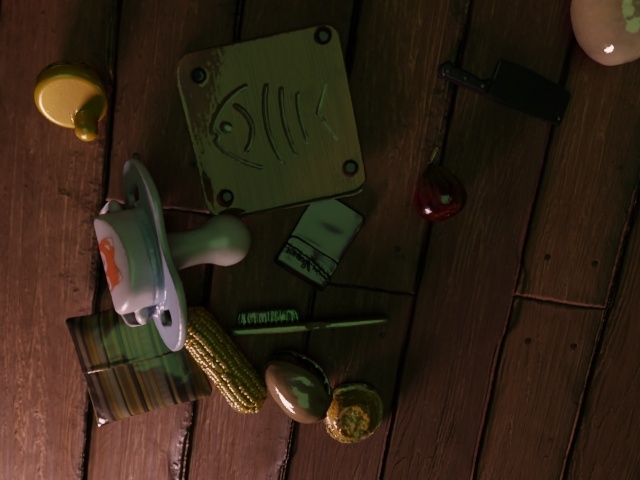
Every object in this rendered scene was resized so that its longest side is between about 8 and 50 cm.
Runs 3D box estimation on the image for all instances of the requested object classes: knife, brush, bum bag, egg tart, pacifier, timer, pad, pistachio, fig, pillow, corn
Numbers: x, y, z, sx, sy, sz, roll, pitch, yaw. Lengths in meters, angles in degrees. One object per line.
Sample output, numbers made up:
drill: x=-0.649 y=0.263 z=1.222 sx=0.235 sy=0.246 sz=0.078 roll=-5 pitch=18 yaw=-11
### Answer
knife: x=0.321 y=-0.272 z=0.878 sx=0.245 sy=0.019 sz=0.072 roll=18 pitch=95 yaw=-10
brush: x=-0.019 y=0.142 z=0.914 sx=0.281 sy=0.054 sz=0.048 roll=-3 pitch=82 yaw=-4
bum bag: x=0.000 y=0.000 z=0.900 sx=0.109 sy=0.026 sz=0.160 roll=30 pitch=97 yaw=-8
egg tart: x=0.063 y=0.329 z=0.957 sx=0.128 sy=0.049 sz=0.129 roll=-1 pitch=102 yaw=-6
pacifier: x=-0.225 y=0.016 z=0.813 sx=0.232 sy=0.244 sz=0.300 roll=-13 pitch=88 yaw=-26
timer: x=-0.384 y=-0.218 z=0.788 sx=0.107 sy=0.109 sz=0.107 roll=-14 pitch=143 yaw=-11
pad: x=-0.082 y=-0.193 z=0.854 sx=0.283 sy=0.018 sz=0.287 roll=-12 pitch=99 yaw=2
pistachio: x=-0.040 y=0.261 z=0.913 sx=0.149 sy=0.113 sz=0.113 roll=43 pitch=95 yaw=7
fig: x=0.199 y=-0.098 z=0.878 sx=0.088 sy=0.089 sz=0.125 roll=-11 pitch=76 yaw=-2
pillow: x=-0.320 y=0.210 z=0.902 sx=0.211 sy=0.052 sz=0.209 roll=-14 pitch=101 yaw=-5
corn: x=-0.169 y=0.212 z=0.894 sx=0.080 sy=0.080 sz=0.238 roll=-30 pitch=110 yaw=2

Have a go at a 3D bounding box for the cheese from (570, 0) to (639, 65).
cheese: x=0.459 y=-0.493 z=0.786 sx=0.328 sy=0.129 sz=0.351 roll=33 pitch=95 yaw=-12
